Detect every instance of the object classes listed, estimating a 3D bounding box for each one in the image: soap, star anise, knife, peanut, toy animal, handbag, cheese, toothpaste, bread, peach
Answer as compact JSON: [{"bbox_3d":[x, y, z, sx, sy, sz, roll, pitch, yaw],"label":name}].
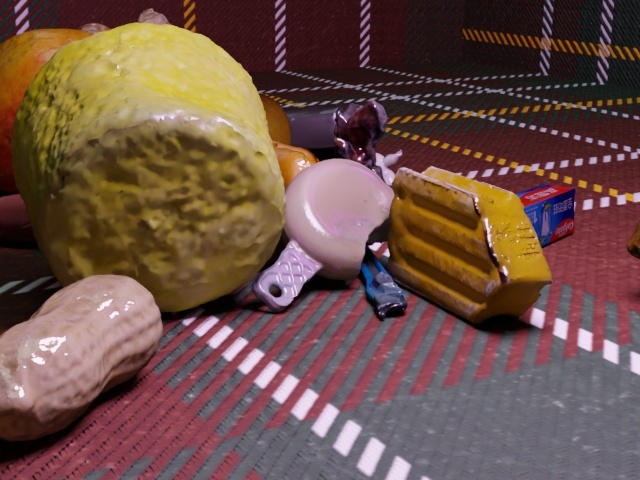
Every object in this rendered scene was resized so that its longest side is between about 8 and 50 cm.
[{"bbox_3d":[0.183,0.007,1.290,0.080,0.160,0.257,-6,18,-28],"label":"soap"},{"bbox_3d":[0.066,-0.121,1.690,0.129,0.212,0.283,-12,8,3],"label":"star anise"},{"bbox_3d":[0.071,0.047,1.388,0.044,0.026,0.296,-13,18,-5],"label":"knife"},{"bbox_3d":[-0.251,0.114,0.991,0.124,0.123,0.257,7,22,22],"label":"peanut"},{"bbox_3d":[0.089,-0.146,1.984,0.124,0.071,0.085,-3,15,-12],"label":"toy animal"},{"bbox_3d":[-0.062,-0.235,2.225,0.285,0.113,0.257,-3,9,12],"label":"handbag"},{"bbox_3d":[0.000,0.000,1.366,0.163,0.082,0.286,37,47,1],"label":"cheese"},{"bbox_3d":[0.290,-0.021,1.539,0.066,0.076,0.320,9,17,37],"label":"toothpaste"},{"bbox_3d":[-0.208,-0.084,1.292,0.348,0.348,0.308,-5,26,-19],"label":"bread"},{"bbox_3d":[-0.486,-0.237,1.850,0.290,0.372,0.373,30,-3,-34],"label":"peach"}]

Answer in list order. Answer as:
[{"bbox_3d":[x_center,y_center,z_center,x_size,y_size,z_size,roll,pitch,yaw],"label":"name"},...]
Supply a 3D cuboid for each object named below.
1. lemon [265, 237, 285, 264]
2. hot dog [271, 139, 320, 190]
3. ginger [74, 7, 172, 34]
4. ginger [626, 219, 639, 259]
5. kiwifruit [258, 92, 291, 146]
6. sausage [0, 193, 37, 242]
[{"bbox_3d":[-0.086,-0.004,1.457,0.082,0.082,0.111,-5,5,-20],"label":"lemon"},{"bbox_3d":[-0.096,-0.082,1.610,0.117,0.158,0.349,-27,26,-21],"label":"hot dog"},{"bbox_3d":[-0.345,-0.303,2.073,0.256,0.375,0.176,-28,18,31],"label":"ginger"},{"bbox_3d":[0.627,0.008,1.289,0.418,0.176,0.254,-8,26,-22],"label":"ginger"},{"bbox_3d":[-0.172,-0.185,1.905,0.234,0.196,0.196,-9,17,-11],"label":"kiwifruit"},{"bbox_3d":[-0.306,-0.036,1.535,0.433,0.087,0.088,-2,15,9],"label":"sausage"}]
